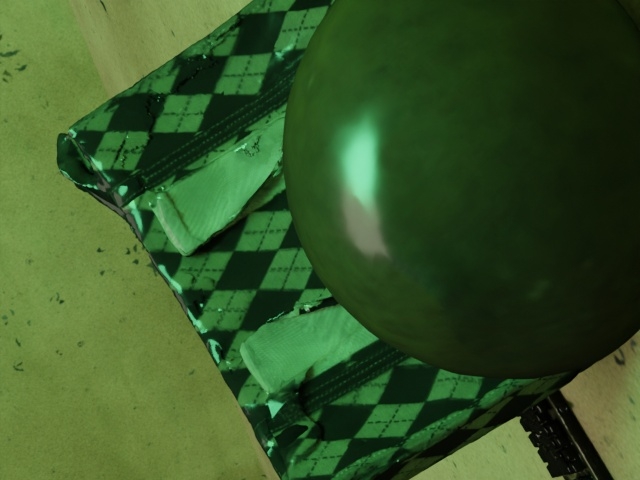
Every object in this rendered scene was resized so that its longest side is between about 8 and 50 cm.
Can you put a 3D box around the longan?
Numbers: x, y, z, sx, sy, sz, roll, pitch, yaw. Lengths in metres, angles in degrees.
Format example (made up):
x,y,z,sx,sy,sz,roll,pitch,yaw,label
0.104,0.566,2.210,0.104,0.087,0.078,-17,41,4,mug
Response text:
x,y,z,sx,sy,sz,roll,pitch,yaw,label
0.108,-0.051,0.830,0.243,0.300,0.300,3,131,24,longan

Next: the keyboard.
x,y,z,sx,sy,sz,roll,pitch,yaw,label
0.215,0.174,1.250,0.317,0.027,0.106,60,165,9,keyboard

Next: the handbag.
x,y,z,sx,sy,sz,roll,pitch,yaw,label
0.000,0.000,1.098,0.416,0.317,0.180,58,171,17,handbag
